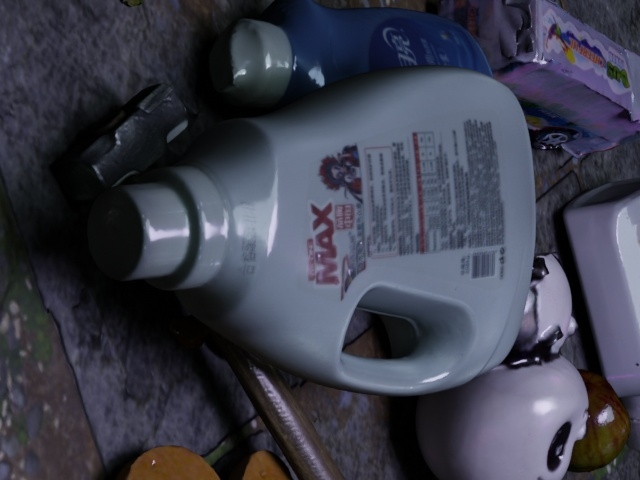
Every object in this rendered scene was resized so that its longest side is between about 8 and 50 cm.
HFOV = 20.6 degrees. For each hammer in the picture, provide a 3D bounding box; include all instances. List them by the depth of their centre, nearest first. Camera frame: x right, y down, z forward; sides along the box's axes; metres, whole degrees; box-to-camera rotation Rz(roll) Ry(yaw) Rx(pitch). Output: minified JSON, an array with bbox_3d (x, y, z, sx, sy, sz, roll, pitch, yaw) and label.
[{"bbox_3d":[-0.073,0.058,1.356,0.111,0.043,0.365,-49,119,-41],"label":"hammer"}]

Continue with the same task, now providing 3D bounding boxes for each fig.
[{"bbox_3d":[0.274,0.202,1.845,0.109,0.103,0.155,-98,171,-47],"label":"fig"}]

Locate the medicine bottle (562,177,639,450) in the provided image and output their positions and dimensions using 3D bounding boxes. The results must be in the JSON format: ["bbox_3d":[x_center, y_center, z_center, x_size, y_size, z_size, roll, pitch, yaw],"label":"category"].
[{"bbox_3d":[0.366,0.084,2.003,0.161,0.111,0.296,-31,107,-54],"label":"medicine bottle"}]

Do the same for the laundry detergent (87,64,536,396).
[{"bbox_3d":[0.000,0.000,1.326,0.398,0.124,0.264,-6,97,-47],"label":"laundry detergent"}]

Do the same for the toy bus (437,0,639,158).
[{"bbox_3d":[0.246,-0.174,1.850,0.317,0.138,0.112,16,71,-53],"label":"toy bus"}]

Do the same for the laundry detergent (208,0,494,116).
[{"bbox_3d":[0.024,-0.144,1.509,0.290,0.094,0.143,5,62,-43],"label":"laundry detergent"}]

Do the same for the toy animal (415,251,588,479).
[{"bbox_3d":[0.162,0.126,1.625,0.187,0.165,0.235,-11,90,-74],"label":"toy animal"}]

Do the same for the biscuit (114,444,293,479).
[{"bbox_3d":[-0.046,0.270,1.357,0.339,0.047,0.216,36,40,-37],"label":"biscuit"}]

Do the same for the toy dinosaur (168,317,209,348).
[{"bbox_3d":[-0.050,0.083,1.426,0.162,0.039,0.126,55,46,-24],"label":"toy dinosaur"}]

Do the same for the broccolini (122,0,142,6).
[{"bbox_3d":[-0.146,-0.252,1.373,0.035,0.030,0.140,17,73,-46],"label":"broccolini"}]
